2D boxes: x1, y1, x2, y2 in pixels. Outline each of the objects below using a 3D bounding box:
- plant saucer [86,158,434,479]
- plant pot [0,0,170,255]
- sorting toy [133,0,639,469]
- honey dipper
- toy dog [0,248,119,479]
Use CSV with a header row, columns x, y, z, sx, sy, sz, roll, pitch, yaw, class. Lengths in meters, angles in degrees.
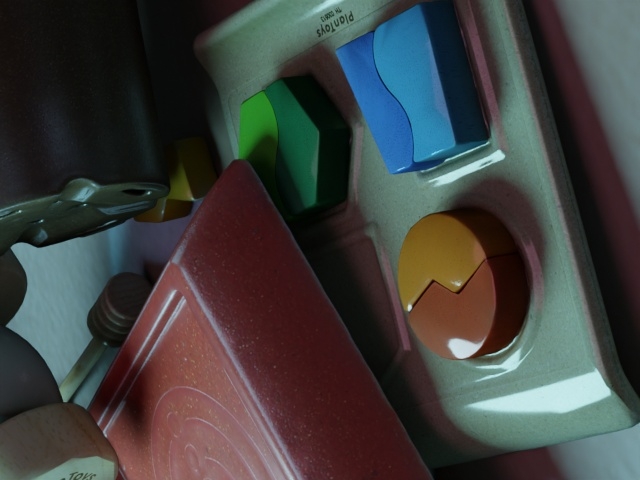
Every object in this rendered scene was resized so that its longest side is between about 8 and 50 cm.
x,y,z,sx,sy,sz,roll,pitch,yaw,class
-0.033,0.132,0.835,0.258,0.048,0.259,60,148,16,plant saucer
-0.155,-0.084,0.839,0.167,0.167,0.165,-25,77,53,plant pot
0.000,0.000,0.784,0.307,0.041,0.229,-22,84,53,sorting toy
-0.134,0.068,0.994,0.030,0.030,0.160,62,145,16,honey dipper
-0.214,0.149,0.950,0.220,0.161,0.333,46,149,44,toy dog
